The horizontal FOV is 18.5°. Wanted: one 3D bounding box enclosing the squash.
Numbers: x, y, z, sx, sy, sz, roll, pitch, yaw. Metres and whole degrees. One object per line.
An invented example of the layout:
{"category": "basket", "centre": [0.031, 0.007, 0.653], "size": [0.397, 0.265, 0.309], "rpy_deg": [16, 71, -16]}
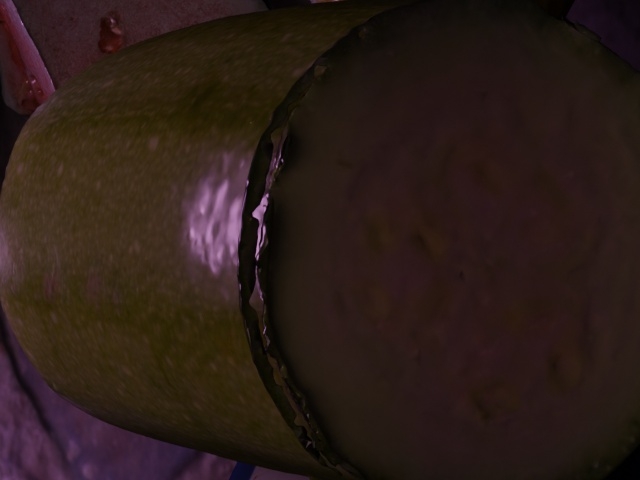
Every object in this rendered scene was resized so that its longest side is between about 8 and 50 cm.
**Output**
{"category": "squash", "centre": [0.000, 0.000, 1.071], "size": [0.384, 0.263, 0.263], "rpy_deg": [3, 98, 64]}

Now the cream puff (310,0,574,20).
{"category": "cream puff", "centre": [0.067, -0.276, 1.104], "size": [0.378, 0.275, 0.378], "rpy_deg": [6, 110, 16]}

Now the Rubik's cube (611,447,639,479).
{"category": "Rubik's cube", "centre": [0.211, 0.298, 1.066], "size": [0.387, 0.358, 0.368], "rpy_deg": [-31, 82, 20]}

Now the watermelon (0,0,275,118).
{"category": "watermelon", "centre": [-0.133, -0.104, 1.335], "size": [0.224, 0.180, 0.305], "rpy_deg": [-31, 85, 28]}

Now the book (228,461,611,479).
{"category": "book", "centre": [0.043, 0.139, 1.130], "size": [0.300, 0.428, 0.039], "rpy_deg": [-26, 112, 32]}
